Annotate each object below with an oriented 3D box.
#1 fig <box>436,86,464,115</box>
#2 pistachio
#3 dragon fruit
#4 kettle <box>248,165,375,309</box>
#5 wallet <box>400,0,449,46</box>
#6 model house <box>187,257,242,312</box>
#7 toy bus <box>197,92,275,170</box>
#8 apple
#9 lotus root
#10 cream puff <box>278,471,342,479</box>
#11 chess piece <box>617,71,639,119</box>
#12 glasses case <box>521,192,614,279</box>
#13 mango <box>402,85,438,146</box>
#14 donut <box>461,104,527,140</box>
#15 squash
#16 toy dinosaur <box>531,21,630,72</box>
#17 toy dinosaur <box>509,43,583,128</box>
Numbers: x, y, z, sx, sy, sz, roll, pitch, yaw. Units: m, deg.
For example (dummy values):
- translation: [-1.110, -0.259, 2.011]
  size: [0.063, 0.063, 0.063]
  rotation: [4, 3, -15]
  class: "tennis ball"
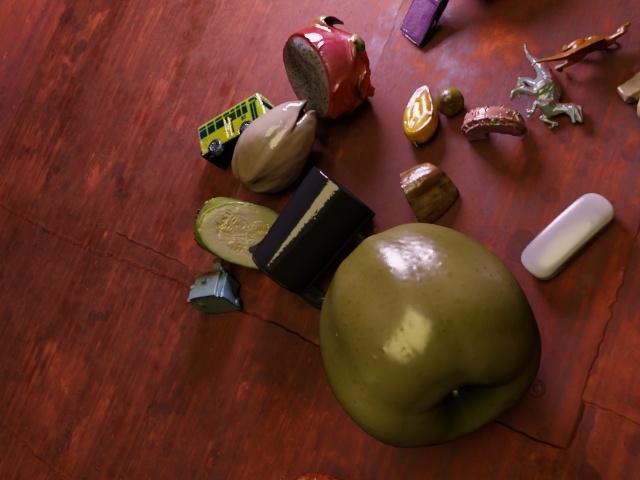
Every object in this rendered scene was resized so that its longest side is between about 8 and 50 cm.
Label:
- translation: [0.345, -0.379, 1.612]
  size: [0.074, 0.074, 0.088]
  rotation: [-31, 39, 17]
  class: "fig"
- translation: [-0.127, -0.274, 1.753]
  size: [0.208, 0.226, 0.332]
  rotation: [41, 122, 0]
  class: "pistachio"
- translation: [0.037, -0.496, 1.722]
  size: [0.189, 0.290, 0.290]
  rotation: [-29, 56, -17]
  class: "dragon fruit"
- translation: [-0.005, -0.006, 1.635]
  size: [0.308, 0.262, 0.203]
  rotation: [-53, 23, 7]
  class: "kettle"
- translation: [0.295, -0.656, 1.717]
  size: [0.111, 0.030, 0.165]
  rotation: [50, 128, 31]
  class: "wallet"
- translation: [-0.309, 0.130, 1.790]
  size: [0.148, 0.119, 0.148]
  rotation: [-9, 59, 28]
  class: "model house"
- translation: [-0.251, -0.349, 1.903]
  size: [0.262, 0.128, 0.150]
  rotation: [-25, 62, 21]
  class: "toy bus"
- translation: [0.217, 0.194, 1.273]
  size: [0.474, 0.474, 0.473]
  rotation: [-10, 69, 27]
  class: "apple"
- translation: [0.272, -0.136, 1.557]
  size: [0.135, 0.095, 0.159]
  rotation: [-35, 65, 11]
  class: "lotus root"
- translation: [0.004, 0.683, 1.341]
  size: [0.351, 0.229, 0.350]
  rotation: [6, 99, 38]
  class: "cream puff"
- translation: [0.758, -0.306, 1.353]
  size: [0.090, 0.090, 0.200]
  rotation: [-29, 50, 18]
  class: "chess piece"
- translation: [0.562, -0.009, 1.364]
  size: [0.233, 0.059, 0.092]
  rotation: [-47, 55, 8]
  class: "glasses case"
- translation: [0.275, -0.340, 1.641]
  size: [0.101, 0.066, 0.187]
  rotation: [-12, 63, 35]
  class: "mango"
- translation: [0.429, -0.301, 1.509]
  size: [0.166, 0.117, 0.065]
  rotation: [0, 78, 29]
  class: "donut"
- translation: [-0.215, -0.018, 1.733]
  size: [0.261, 0.189, 0.189]
  rotation: [19, 83, 35]
  class: "squash"
- translation: [0.634, -0.459, 1.445]
  size: [0.212, 0.057, 0.142]
  rotation: [-32, 10, -23]
  class: "toy dinosaur"
- translation: [0.563, -0.393, 1.501]
  size: [0.167, 0.053, 0.242]
  rotation: [-5, 71, 27]
  class: "toy dinosaur"
